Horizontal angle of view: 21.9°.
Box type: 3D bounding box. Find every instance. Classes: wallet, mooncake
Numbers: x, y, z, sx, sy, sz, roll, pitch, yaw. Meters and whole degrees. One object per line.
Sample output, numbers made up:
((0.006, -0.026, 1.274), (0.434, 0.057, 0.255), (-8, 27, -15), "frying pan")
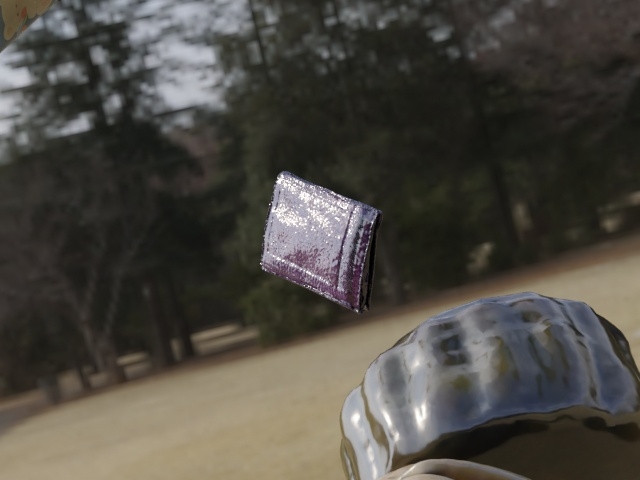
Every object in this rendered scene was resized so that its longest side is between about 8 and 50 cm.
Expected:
((-0.402, -0.317, 2.096), (0.059, 0.141, 0.202), (17, 44, 19), "wallet")
((0.157, 0.179, 1.434), (0.290, 0.161, 0.290), (-7, -45, -7), "mooncake")
((-0.001, 0.000, 1.702), (0.030, 0.111, 0.166), (-7, 20, -39), "wallet")

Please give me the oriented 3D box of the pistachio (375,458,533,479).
((0.120, 0.237, 1.245), (0.215, 0.144, 0.144), (18, 9, 13), "pistachio")
